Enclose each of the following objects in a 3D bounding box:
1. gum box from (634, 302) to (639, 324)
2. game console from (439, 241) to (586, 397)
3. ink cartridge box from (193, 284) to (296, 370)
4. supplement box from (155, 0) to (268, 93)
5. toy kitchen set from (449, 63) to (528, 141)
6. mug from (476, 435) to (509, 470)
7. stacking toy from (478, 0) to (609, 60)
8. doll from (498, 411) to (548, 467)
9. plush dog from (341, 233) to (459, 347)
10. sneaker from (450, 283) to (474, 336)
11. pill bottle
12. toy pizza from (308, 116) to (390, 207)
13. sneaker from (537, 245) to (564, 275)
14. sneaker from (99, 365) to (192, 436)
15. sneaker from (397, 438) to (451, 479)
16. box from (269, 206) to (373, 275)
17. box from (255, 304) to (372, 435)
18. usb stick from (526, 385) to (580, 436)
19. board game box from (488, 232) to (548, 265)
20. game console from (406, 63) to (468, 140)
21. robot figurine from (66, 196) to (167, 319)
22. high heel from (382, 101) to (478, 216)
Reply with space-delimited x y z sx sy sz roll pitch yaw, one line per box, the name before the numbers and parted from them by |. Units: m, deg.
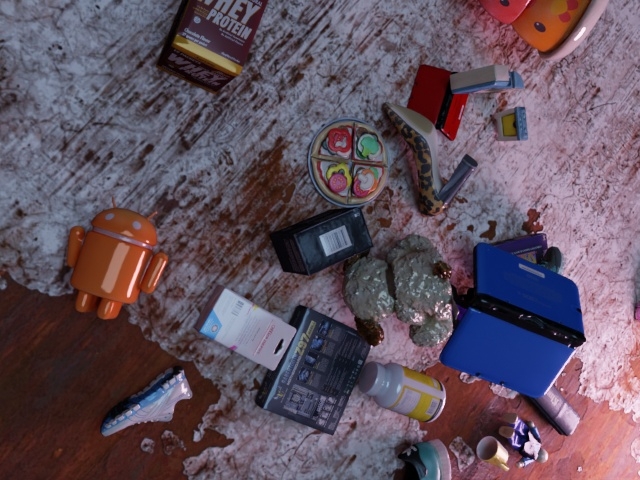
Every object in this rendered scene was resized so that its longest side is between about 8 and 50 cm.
gum box | 0.970 0.211 1.821 0.189 0.107 0.062 6 89 -23
game console | 0.437 0.184 1.530 0.293 0.173 0.250 22 50 -16
ink cartridge box | -0.154 0.180 1.366 0.181 0.062 0.104 33 79 -20
supplement box | -0.204 -0.405 1.257 0.129 0.194 0.191 22 83 -22
toy kitchen set | 0.417 -0.310 1.533 0.207 0.122 0.165 -11 96 -41
mug | 0.426 0.528 1.622 0.064 0.062 0.078 39 41 -28
stacking toy | 0.401 -0.639 1.499 0.480 0.350 0.350 17 85 -4
doll | 0.510 0.507 1.658 0.189 0.046 0.129 43 58 -31
plush dog | 0.158 0.103 1.419 0.226 0.210 0.262 -10 74 0
sneaker | 0.383 0.191 1.574 0.294 0.102 0.146 28 80 -21
pill bottle | 0.182 0.336 1.491 0.184 0.103 0.103 25 82 -22
toy pizza | 0.069 -0.173 1.468 0.202 0.032 0.201 -1 91 -23
sneaker | 0.534 0.086 1.607 0.076 0.065 0.166 24 79 -19
sneaker | -0.333 0.332 1.293 0.191 0.071 0.082 -32 109 -19
sneaker | 0.237 0.618 1.527 0.121 0.108 0.301 -5 85 -22
box | 0.000 0.000 1.374 0.156 0.158 0.093 -23 99 -21
box | -0.011 0.279 1.431 0.184 0.059 0.232 27 80 -24
usb stick | 0.566 0.390 1.688 0.077 0.045 0.278 -47 107 -14
board game box | 0.490 0.065 1.646 0.171 0.048 0.140 -12 98 -23
game console | 0.277 -0.324 1.563 0.124 0.085 0.143 25 81 -53
robot figurine | -0.383 0.034 1.230 0.128 0.158 0.219 26 81 -51
high heel | 0.207 -0.180 1.516 0.261 0.186 0.093 42 38 12
